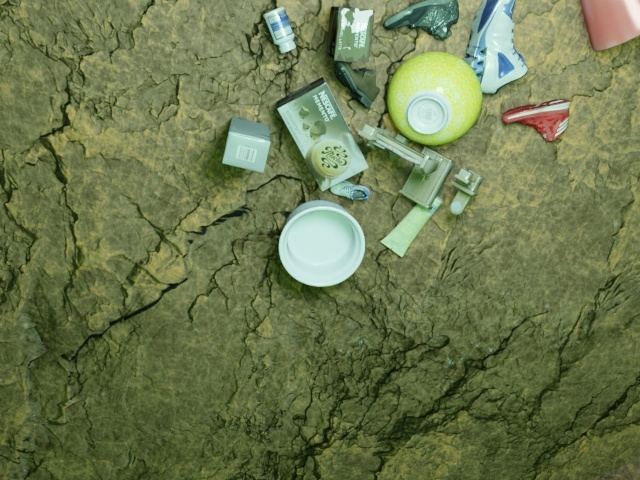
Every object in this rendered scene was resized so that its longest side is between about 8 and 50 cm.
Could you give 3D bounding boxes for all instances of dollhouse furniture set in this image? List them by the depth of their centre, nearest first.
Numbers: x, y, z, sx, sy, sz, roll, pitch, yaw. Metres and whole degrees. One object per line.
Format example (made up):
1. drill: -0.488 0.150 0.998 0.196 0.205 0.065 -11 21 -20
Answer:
1. dollhouse furniture set: 0.282 -0.190 1.862 0.303 0.355 0.173 33 108 24

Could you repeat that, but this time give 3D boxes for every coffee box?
1. coffee box: 0.080 -0.585 1.753 0.098 0.246 0.141 3 112 -6
2. coffee box: 0.006 -0.328 1.916 0.168 0.119 0.297 -26 112 7

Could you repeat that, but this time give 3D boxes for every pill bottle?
1. pill bottle: -0.116 -0.617 1.820 0.067 0.067 0.120 -21 112 4

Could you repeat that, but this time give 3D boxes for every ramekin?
1. ramekin: 0.000 0.000 2.037 0.277 0.135 0.277 -2 111 -5

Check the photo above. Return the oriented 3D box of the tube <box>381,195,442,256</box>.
1. tube: 0.310 -0.059 2.086 0.062 0.070 0.240 11 121 -53

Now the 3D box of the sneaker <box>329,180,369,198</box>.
1. sneaker: 0.097 -0.162 2.023 0.135 0.058 0.052 6 111 -7

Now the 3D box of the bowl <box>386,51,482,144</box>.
1. bowl: 0.327 -0.397 1.845 0.290 0.156 0.289 9 124 14

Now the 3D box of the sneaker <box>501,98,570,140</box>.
1. sneaker: 0.694 -0.369 1.979 0.221 0.087 0.128 -11 111 1

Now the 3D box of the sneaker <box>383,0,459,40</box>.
1. sneaker: 0.307 -0.642 1.836 0.228 0.087 0.130 -20 105 -3

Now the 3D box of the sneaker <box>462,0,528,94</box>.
1. sneaker: 0.544 -0.581 1.872 0.182 0.127 0.315 9 117 -12

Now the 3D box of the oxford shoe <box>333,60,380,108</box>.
1. oxford shoe: 0.111 -0.486 1.845 0.096 0.083 0.227 -50 151 7

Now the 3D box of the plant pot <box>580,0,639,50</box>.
1. plant pot: 0.868 -0.717 1.776 0.275 0.275 0.243 -30 101 7

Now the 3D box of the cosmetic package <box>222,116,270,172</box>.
1. cosmetic package: -0.220 -0.289 1.851 0.127 0.238 0.107 11 113 -12
